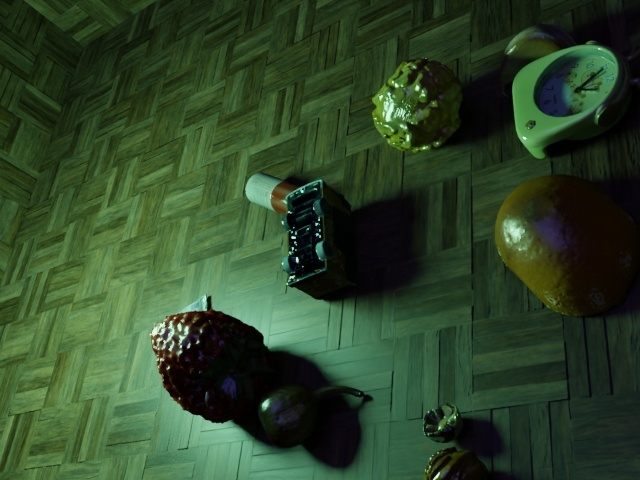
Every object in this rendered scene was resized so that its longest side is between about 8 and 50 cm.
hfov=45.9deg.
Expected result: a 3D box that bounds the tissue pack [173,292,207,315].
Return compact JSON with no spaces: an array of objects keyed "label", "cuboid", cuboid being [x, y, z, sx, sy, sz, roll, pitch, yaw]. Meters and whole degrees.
[{"label":"tissue pack","cuboid":[-0.406,0.249,2.246,0.193,0.026,0.122,-33,44,22]}]

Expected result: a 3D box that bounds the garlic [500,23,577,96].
[{"label":"garlic","cuboid":[0.519,-0.459,1.833,0.207,0.128,0.115,-18,29,41]}]

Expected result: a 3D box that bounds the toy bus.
[{"label":"toy bus","cuboid":[0.000,0.000,1.940,0.139,0.167,0.275,-24,53,29]}]

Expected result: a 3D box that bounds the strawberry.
[{"label":"strawberry","cuboid":[-0.297,0.302,1.930,0.267,0.312,0.351,-47,18,-24]}]

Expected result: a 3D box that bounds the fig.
[{"label":"fig","cuboid":[-0.023,0.377,1.736,0.245,0.149,0.149,-27,46,9]}]

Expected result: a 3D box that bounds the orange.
[{"label":"orange","cuboid":[0.492,-0.008,1.549,0.274,0.274,0.310,-40,11,15]}]

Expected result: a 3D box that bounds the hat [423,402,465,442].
[{"label":"hat","cuboid":[0.252,0.375,1.526,0.077,0.059,0.076,-25,32,22]}]

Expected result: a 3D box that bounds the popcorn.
[{"label":"popcorn","cuboid":[0.250,-0.336,1.913,0.250,0.190,0.250,24,121,47]}]

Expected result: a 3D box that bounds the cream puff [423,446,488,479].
[{"label":"cream puff","cuboid":[0.248,0.448,1.432,0.104,0.119,0.133,46,134,14]}]

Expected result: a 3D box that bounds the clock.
[{"label":"clock","cuboid":[0.585,-0.327,1.677,0.308,0.096,0.234,-18,50,33]}]

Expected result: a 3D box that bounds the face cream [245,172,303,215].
[{"label":"face cream","cuboid":[-0.120,-0.130,2.192,0.214,0.096,0.095,23,79,48]}]
